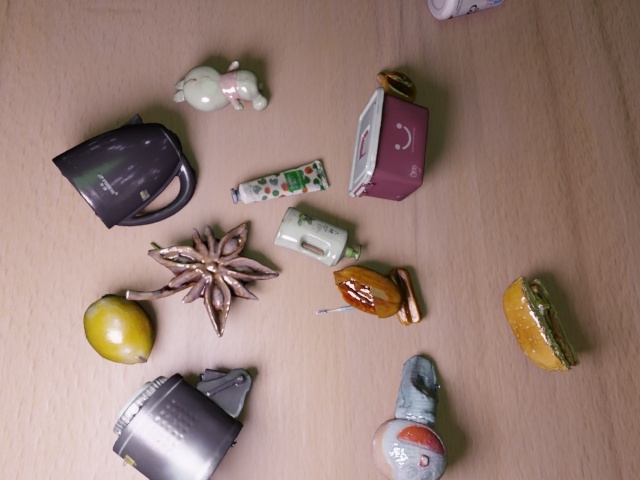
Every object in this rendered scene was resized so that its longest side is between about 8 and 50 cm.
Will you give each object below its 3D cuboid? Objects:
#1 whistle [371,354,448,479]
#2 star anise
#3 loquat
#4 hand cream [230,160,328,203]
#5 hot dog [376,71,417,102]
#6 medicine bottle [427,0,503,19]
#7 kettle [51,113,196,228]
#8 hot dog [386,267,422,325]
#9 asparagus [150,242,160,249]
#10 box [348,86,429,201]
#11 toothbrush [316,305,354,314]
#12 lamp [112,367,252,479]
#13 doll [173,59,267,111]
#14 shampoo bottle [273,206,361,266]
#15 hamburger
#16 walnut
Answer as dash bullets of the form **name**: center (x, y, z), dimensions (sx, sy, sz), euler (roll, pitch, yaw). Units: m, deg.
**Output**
- **whistle**: center (0.234, 0.453, 1.034), dimensions (0.189, 0.189, 0.348), euler (19, 64, -2)
- **star anise**: center (-0.290, 0.084, 1.080), dimensions (0.292, 0.109, 0.349), euler (34, 59, 9)
- **loquat**: center (-0.481, 0.218, 1.009), dimensions (0.152, 0.152, 0.195), euler (-29, 85, -12)
- **hand cream**: center (-0.117, -0.158, 1.193), dimensions (0.276, 0.059, 0.095), euler (-16, 81, -15)
- **hot dog**: center (0.237, -0.481, 1.309), dimensions (0.140, 0.060, 0.090), euler (27, 71, -6)
- **medicine bottle**: center (0.511, -0.837, 1.371), dimensions (0.289, 0.157, 0.157), euler (-18, 79, -10)
- **kettle**: center (-0.480, -0.170, 1.100), dimensions (0.290, 0.207, 0.268), euler (-39, 113, -22)
- **hot dog**: center (0.231, 0.153, 1.160), dimensions (0.071, 0.045, 0.165), euler (-14, 78, -8)
- **asparagus**: center (-0.396, 0.058, 1.128), dimensions (0.166, 0.013, 0.016), euler (38, 34, 2)
- **box**: center (0.195, -0.257, 1.188), dimensions (0.167, 0.193, 0.294), euler (12, 75, -12)
- **toothbrush**: center (0.071, 0.189, 1.149), dimensions (0.167, 0.014, 0.011), euler (-8, 95, -9)
- **lamp**: center (-0.328, 0.448, 0.941), dimensions (0.272, 0.205, 0.374), euler (20, 58, -6)
- **doll**: center (-0.291, -0.446, 1.209), dimensions (0.275, 0.113, 0.155), euler (0, 80, -7)
- **shampoo bottle**: center (0.000, 0.000, 1.149), dimensions (0.234, 0.087, 0.118), euler (22, 73, -1)
- **hamburger**: center (0.581, 0.230, 1.140), dimensions (0.124, 0.131, 0.262), euler (-2, 68, -42)
- **walnut**: center (0.124, 0.133, 1.118), dimensions (0.207, 0.116, 0.116), euler (28, 75, 11)
